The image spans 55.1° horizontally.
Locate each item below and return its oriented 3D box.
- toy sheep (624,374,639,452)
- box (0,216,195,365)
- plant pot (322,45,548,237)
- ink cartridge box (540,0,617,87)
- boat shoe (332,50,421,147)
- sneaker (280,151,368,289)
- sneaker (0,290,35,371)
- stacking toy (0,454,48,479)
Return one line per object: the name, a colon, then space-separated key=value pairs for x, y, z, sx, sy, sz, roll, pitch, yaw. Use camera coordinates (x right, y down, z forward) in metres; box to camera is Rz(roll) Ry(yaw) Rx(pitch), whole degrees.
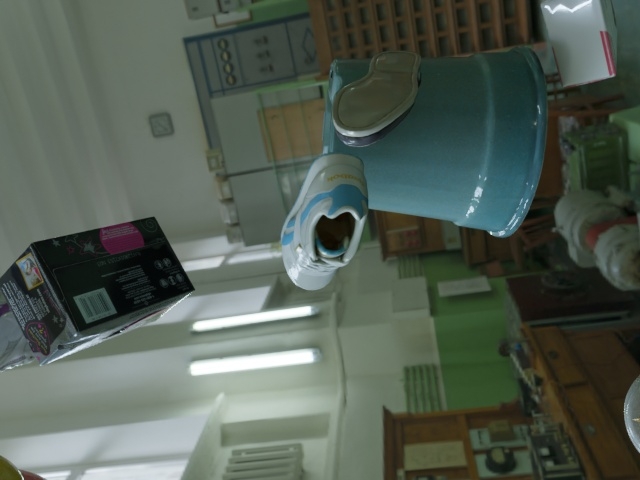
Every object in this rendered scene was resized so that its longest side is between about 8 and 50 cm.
toy sheep: x=0.254 y=0.120 z=0.417 sx=0.132 sy=0.091 sz=0.091 roll=24 pitch=-129 yaw=-41
box: x=-0.368 y=0.080 z=1.030 sx=0.247 sy=0.142 sz=0.163 roll=-20 pitch=-102 yaw=-55
plant pot: x=0.176 y=-0.184 z=1.099 sx=0.341 sy=0.334 sz=0.341 roll=-177 pitch=90 yaw=-86
ink cartridge box: x=0.458 y=-0.388 z=1.073 sx=0.158 sy=0.092 sz=0.218 roll=63 pitch=-142 yaw=-26
boat shoe: x=0.065 y=-0.135 z=0.631 sx=0.206 sy=0.075 sz=0.065 roll=-61 pitch=-25 yaw=-51
sneaker: x=0.000 y=0.000 z=0.763 sx=0.229 sy=0.087 sz=0.092 roll=106 pitch=165 yaw=-50
sneaker: x=-0.604 y=0.214 z=1.155 sx=0.305 sy=0.114 sz=0.152 roll=-53 pitch=-40 yaw=-31
stacking toy: x=-0.509 y=0.413 z=0.849 sx=0.350 sy=0.350 sz=0.480 roll=-87 pitch=-16 yaw=-54
